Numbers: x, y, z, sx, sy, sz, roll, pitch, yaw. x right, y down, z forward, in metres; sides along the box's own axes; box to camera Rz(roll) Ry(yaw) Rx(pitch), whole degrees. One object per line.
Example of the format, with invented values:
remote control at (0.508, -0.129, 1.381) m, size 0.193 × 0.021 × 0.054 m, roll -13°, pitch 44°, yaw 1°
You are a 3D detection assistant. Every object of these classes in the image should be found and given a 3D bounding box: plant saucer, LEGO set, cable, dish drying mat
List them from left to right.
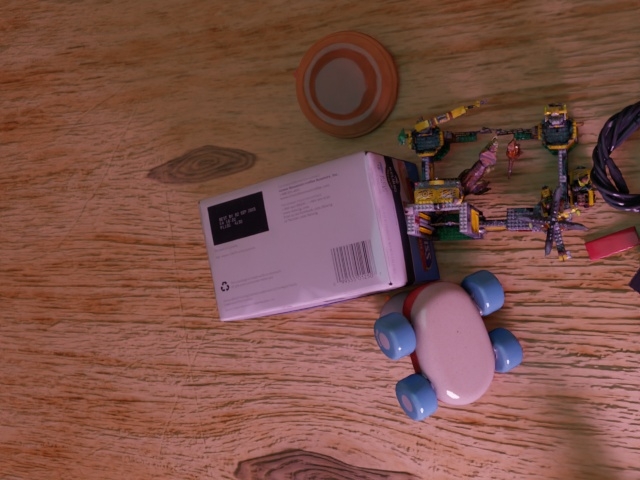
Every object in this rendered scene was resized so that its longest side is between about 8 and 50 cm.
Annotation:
plant saucer at (0.044, -0.290, 1.549) m, size 0.200 × 0.037 × 0.199 m, roll 3°, pitch 100°, yaw 18°
LEGO set at (0.269, -0.106, 1.334) m, size 0.332 × 0.192 × 0.254 m, roll 7°, pitch 88°, yaw 20°
dish drying mat at (0.475, 0.005, 1.350) m, size 0.083 × 0.008 × 0.032 m, roll -23°, pitch 77°, yaw 27°
cable at (0.499, -0.135, 1.290) m, size 0.151 × 0.047 × 0.184 m, roll 8°, pitch 92°, yaw 5°

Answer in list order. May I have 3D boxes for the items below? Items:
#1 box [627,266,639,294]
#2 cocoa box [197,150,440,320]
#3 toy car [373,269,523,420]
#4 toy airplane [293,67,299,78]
box at (0.629, 0.041, 1.155) m, size 0.293 × 0.073 × 0.295 m, roll 45°, pitch 130°, yaw 32°
cocoa box at (0.000, 0.000, 1.483) m, size 0.347 × 0.228 × 0.231 m, roll -14°, pitch 82°, yaw 27°
toy car at (0.179, 0.166, 1.435) m, size 0.238 × 0.219 × 0.210 m, roll 3°, pitch 115°, yaw 67°
toy airplane at (0.025, -0.302, 1.589) m, size 0.151 × 0.028 × 0.151 m, roll 3°, pitch 99°, yaw 19°
